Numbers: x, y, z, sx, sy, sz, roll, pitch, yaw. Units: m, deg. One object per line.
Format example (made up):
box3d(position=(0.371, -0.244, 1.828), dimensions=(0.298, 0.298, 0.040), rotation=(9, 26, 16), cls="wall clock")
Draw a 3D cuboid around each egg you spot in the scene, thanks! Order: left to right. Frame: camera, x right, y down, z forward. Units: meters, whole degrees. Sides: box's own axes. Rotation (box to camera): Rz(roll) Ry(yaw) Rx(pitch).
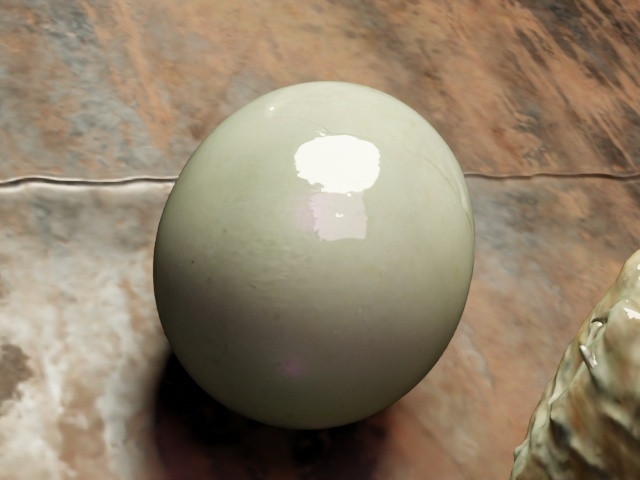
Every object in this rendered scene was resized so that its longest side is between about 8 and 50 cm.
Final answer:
box3d(position=(0.000, 0.000, 0.720), dimensions=(0.151, 0.151, 0.209), rotation=(21, 35, -2), cls="egg")

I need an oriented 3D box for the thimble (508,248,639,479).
box3d(position=(0.224, 0.099, 0.715), dimensions=(0.229, 0.148, 0.196), rotation=(29, 37, 6), cls="thimble")
